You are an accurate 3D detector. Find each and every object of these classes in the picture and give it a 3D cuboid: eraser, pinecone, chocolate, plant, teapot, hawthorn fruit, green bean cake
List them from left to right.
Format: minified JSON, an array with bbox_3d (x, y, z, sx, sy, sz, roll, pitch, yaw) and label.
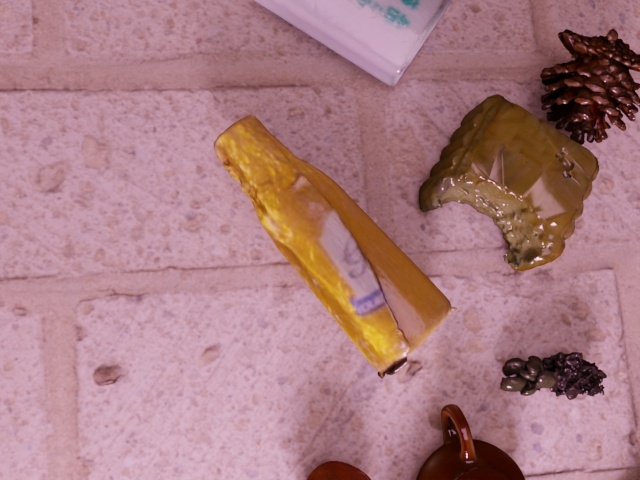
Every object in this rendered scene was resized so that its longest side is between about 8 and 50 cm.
[{"bbox_3d":[0.000,0.000,0.983,0.162,0.162,0.445,-42,88,-11],"label":"chocolate"},{"bbox_3d":[0.026,0.393,0.948,0.128,0.128,0.128,1,82,-8],"label":"hawthorn fruit"},{"bbox_3d":[0.054,-0.406,1.070,0.290,0.104,0.189,31,83,-2],"label":"eraser"},{"bbox_3d":[0.231,0.373,0.969,0.178,0.135,0.252,-12,85,-14],"label":"teapot"},{"bbox_3d":[0.309,-0.093,1.050,0.236,0.124,0.233,32,79,-3],"label":"green bean cake"},{"bbox_3d":[0.374,0.218,1.041,0.174,0.087,0.085,1,47,-5],"label":"plant"},{"bbox_3d":[0.456,-0.258,1.081,0.179,0.150,0.195,13,81,-7],"label":"pinecone"}]
